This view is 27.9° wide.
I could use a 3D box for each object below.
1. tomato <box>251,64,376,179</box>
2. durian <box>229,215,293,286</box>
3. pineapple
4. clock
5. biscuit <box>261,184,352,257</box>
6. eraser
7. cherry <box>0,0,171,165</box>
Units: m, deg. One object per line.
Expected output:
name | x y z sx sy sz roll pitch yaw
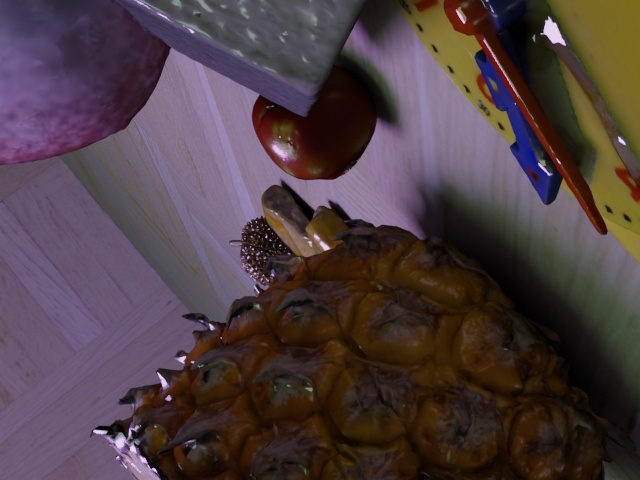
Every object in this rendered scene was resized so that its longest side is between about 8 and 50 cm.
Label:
tomato | -0.002 -0.081 0.905 0.087 0.087 0.075 39 166 50
durian | -0.055 0.012 1.400 0.091 0.080 0.080 6 160 5
pineapple | 0.041 0.167 0.943 0.352 0.300 0.352 51 169 14
clock | 0.081 -0.107 0.520 0.277 0.071 0.293 48 168 20
biscuit | 0.000 0.000 1.269 0.174 0.039 0.183 52 169 13
eraser | -0.036 -0.127 0.672 0.111 0.077 0.352 26 -178 -3
cherry | -0.298 -0.219 1.110 0.291 0.335 0.326 -117 22 -52
